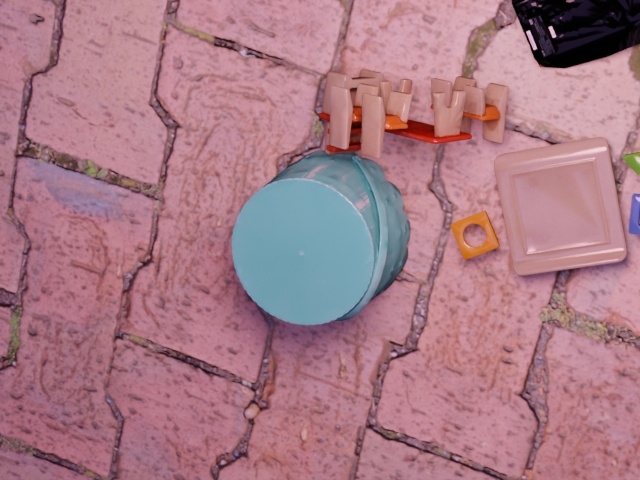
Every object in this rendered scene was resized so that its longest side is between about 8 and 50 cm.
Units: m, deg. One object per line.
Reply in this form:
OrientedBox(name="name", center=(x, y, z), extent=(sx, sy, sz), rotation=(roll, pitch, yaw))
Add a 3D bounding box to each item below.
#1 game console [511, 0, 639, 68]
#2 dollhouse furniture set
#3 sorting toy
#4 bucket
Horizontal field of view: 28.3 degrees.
OrientedBox(name="game console", center=(0.367, -0.441, 1.881), extent=(0.213, 0.044, 0.361), rotation=(-19, 105, 21))
OrientedBox(name="dollhouse furniture set", center=(0.117, -0.179, 1.955), extent=(0.259, 0.262, 0.135), rotation=(21, 114, 49))
OrientedBox(name="sorting toy", center=(0.376, -0.053, 1.992), extent=(0.347, 0.047, 0.196), rotation=(-9, 95, 20))
OrientedBox(name="bucket", center=(0.000, 0.000, 2.056), extent=(0.281, 0.183, 0.281), rotation=(5, 105, 18))
